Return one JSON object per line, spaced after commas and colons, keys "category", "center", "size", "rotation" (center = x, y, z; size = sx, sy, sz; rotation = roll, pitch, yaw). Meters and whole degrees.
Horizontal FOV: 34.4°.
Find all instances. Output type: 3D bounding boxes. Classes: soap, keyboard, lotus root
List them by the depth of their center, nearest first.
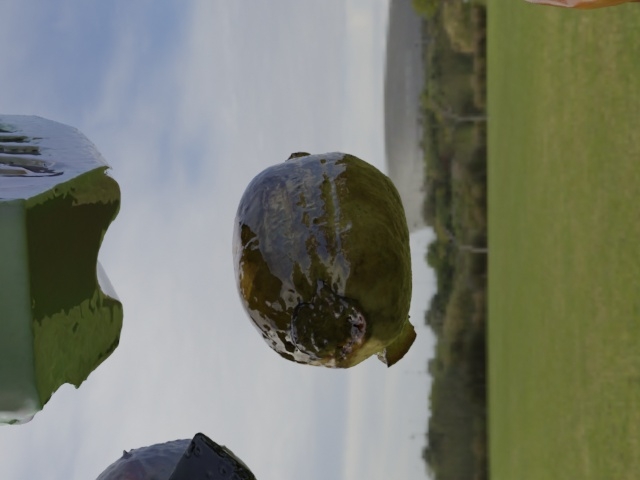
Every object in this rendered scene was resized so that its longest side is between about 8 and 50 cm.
{"category": "soap", "center": [-0.297, -0.003, 0.820], "size": [0.446, 0.262, 0.156], "rotation": [-143, 54, -68]}
{"category": "lotus root", "center": [0.000, 0.000, 0.849], "size": [0.260, 0.145, 0.128], "rotation": [-99, 9, -57]}
{"category": "keyboard", "center": [-0.137, 0.279, 0.899], "size": [0.231, 0.072, 0.023], "rotation": [-59, -27, 7]}

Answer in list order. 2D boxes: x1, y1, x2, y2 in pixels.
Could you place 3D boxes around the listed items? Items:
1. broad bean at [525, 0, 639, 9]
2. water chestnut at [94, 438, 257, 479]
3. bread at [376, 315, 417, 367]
{"category": "broad bean", "center": [0.122, -0.142, 0.349], "size": [0.156, 0.122, 0.228], "rotation": [-62, 19, -12]}
{"category": "water chestnut", "center": [-0.164, 0.408, 1.209], "size": [0.350, 0.302, 0.350], "rotation": [46, 166, 15]}
{"category": "bread", "center": [0.027, 0.040, 1.049], "size": [0.187, 0.065, 0.103], "rotation": [48, 165, 40]}
